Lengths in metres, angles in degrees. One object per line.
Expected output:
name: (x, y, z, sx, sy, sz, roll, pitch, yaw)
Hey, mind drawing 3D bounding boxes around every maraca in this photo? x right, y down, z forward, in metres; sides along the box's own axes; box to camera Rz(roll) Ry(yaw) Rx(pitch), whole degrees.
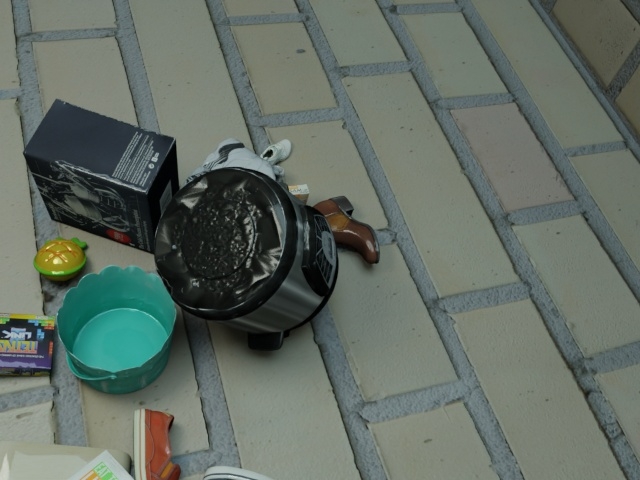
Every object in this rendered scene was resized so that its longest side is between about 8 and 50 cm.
maraca: (-0.666, 0.039, 1.830, 0.127, 0.099, 0.185, 5, 29, -12)

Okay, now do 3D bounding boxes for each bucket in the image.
bucket: (-0.478, 0.219, 1.688, 0.281, 0.183, 0.281, 6, 54, -8)

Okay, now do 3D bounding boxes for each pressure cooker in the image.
pressure cooker: (-0.156, 0.039, 1.749, 0.370, 0.420, 0.375, -48, 64, 2)

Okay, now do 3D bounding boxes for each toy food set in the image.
toy food set: (-0.564, 0.554, 1.503, 0.306, 0.092, 0.219, 10, 53, -16)

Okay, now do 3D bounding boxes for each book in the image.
book: (-0.477, 0.520, 1.484, 0.096, 0.035, 0.144, 42, 52, 15)

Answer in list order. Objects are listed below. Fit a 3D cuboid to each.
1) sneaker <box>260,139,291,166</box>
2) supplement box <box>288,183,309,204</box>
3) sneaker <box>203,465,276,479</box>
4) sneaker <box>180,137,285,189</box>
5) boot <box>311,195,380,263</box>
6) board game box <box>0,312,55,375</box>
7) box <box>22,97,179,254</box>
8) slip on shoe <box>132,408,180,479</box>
sneaker: (-0.136, -0.269, 2.183, 0.054, 0.061, 0.152, 33, 54, 13)
supplement box: (-0.073, -0.118, 2.066, 0.062, 0.098, 0.036, -7, 57, -17)
sneaker: (-0.114, 0.595, 1.537, 0.321, 0.126, 0.127, 20, 48, 0)
sneaker: (-0.253, -0.136, 2.014, 0.210, 0.137, 0.365, 24, 50, 8)
boot: (0.000, 0.000, 2.002, 0.281, 0.096, 0.264, -20, 62, -23)
board game box: (-0.722, 0.244, 1.678, 0.170, 0.048, 0.141, 6, 53, -23)
box: (-0.542, -0.151, 1.826, 0.313, 0.343, 0.178, 19, 62, 2)
slip on shoe: (-0.353, 0.520, 1.548, 0.101, 0.123, 0.331, 0, 51, -17)
